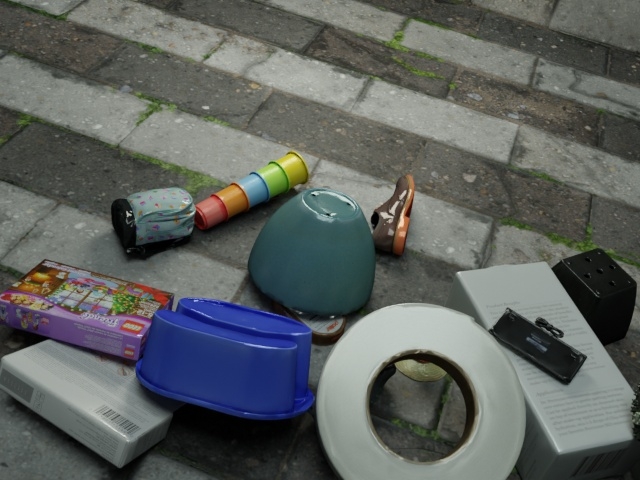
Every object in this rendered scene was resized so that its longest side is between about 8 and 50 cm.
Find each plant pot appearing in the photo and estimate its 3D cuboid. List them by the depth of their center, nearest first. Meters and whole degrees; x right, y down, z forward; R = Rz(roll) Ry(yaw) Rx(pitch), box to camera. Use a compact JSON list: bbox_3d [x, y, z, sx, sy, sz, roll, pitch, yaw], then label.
[{"bbox_3d":[0.000,0.000,1.672,0.290,0.195,0.290,12,32,-7],"label":"plant pot"},{"bbox_3d":[0.609,0.127,1.737,0.187,0.167,0.188,-14,47,-26],"label":"plant pot"}]

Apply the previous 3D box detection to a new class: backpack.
[{"bbox_3d":[-0.378,-0.052,1.741,0.182,0.115,0.152,-9,44,-25],"label":"backpack"}]

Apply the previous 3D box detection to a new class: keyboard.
[{"bbox_3d":[0.431,0.199,1.488,0.180,0.023,0.108,34,54,22],"label":"keyboard"}]

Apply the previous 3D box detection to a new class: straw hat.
[{"bbox_3d":[0.224,0.227,1.619,0.144,0.061,0.144,7,43,-7],"label":"straw hat"}]

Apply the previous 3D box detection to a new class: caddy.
[{"bbox_3d":[-0.173,0.233,1.412,0.341,0.179,0.241,13,9,12],"label":"caddy"}]

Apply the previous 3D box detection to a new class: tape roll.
[{"bbox_3d":[0.182,0.308,1.391,0.392,0.072,0.392,1,71,-3],"label":"tape roll"}]

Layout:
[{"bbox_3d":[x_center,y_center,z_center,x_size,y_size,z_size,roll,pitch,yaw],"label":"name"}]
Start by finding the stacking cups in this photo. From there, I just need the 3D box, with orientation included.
[{"bbox_3d":[-0.178,-0.119,1.882,0.316,0.096,0.096,-31,57,-27],"label":"stacking cups"}]

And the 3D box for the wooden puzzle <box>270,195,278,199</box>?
[{"bbox_3d":[-0.140,-0.121,1.947,0.083,0.006,0.049,-13,49,-22],"label":"wooden puzzle"}]

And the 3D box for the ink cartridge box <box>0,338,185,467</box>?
[{"bbox_3d":[-0.403,0.275,1.422,0.296,0.066,0.261,28,19,16],"label":"ink cartridge box"}]

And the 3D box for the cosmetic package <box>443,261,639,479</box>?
[{"bbox_3d":[0.448,0.264,1.555,0.230,0.161,0.453,-5,46,-17],"label":"cosmetic package"}]

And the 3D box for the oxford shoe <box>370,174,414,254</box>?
[{"bbox_3d":[0.181,-0.079,1.916,0.098,0.097,0.271,10,42,6],"label":"oxford shoe"}]

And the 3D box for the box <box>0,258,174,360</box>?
[{"bbox_3d":[-0.466,0.133,1.519,0.293,0.057,0.201,14,23,2],"label":"box"}]

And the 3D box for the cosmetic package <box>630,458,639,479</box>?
[{"bbox_3d":[0.672,0.443,1.443,0.107,0.127,0.238,6,42,-7],"label":"cosmetic package"}]

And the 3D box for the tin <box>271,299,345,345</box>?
[{"bbox_3d":[-0.027,0.154,1.659,0.190,0.040,0.106,38,53,26],"label":"tin"}]

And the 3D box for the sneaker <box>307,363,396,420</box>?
[{"bbox_3d":[0.074,0.319,1.495,0.224,0.083,0.098,-21,80,-34],"label":"sneaker"}]

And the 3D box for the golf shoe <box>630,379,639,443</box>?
[{"bbox_3d":[0.640,0.368,1.339,0.120,0.105,0.273,9,61,-33],"label":"golf shoe"}]
